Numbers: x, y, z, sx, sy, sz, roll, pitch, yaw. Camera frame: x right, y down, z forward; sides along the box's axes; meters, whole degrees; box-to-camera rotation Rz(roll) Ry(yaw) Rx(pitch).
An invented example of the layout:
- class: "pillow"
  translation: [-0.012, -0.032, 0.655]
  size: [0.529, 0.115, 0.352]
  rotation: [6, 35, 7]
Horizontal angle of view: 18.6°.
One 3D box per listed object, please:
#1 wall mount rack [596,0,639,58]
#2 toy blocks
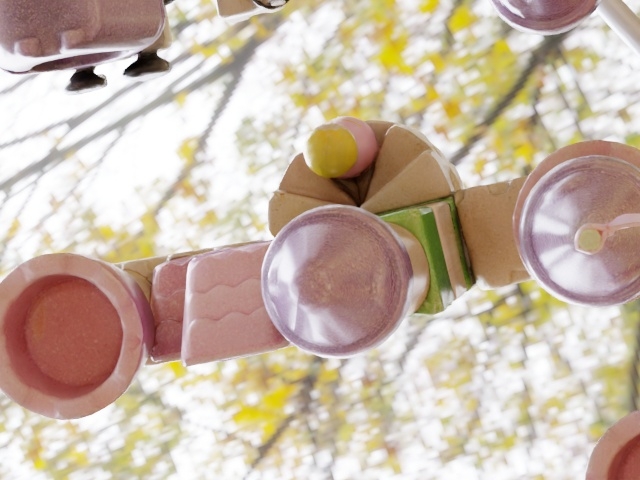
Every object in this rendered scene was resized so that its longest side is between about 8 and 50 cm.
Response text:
- class: "wall mount rack"
  translation: [0.181, -0.202, 0.991]
  size: [0.350, 0.304, 0.130]
  rotation: [-37, -63, -5]
- class: "toy blocks"
  translation: [0.000, 0.000, 0.764]
  size: [0.260, 0.288, 0.309]
  rotation: [-8, -94, -78]
